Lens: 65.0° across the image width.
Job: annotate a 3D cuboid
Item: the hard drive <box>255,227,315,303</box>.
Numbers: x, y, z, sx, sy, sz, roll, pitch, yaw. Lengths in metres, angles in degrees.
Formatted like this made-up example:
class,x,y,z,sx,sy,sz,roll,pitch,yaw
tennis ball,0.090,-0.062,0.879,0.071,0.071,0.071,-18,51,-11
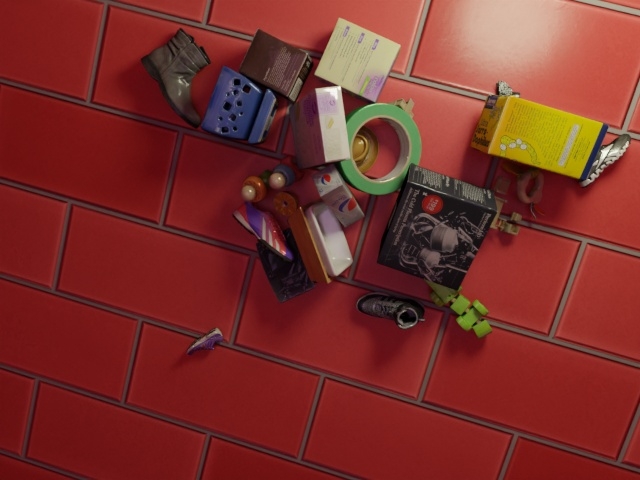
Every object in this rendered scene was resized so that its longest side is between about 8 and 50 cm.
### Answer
class,x,y,z,sx,sy,sz,roll,pitch,yaw
hard drive,-0.133,0.098,1.959,0.171,0.054,0.255,-25,82,9

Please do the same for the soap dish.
class,x,y,z,sx,sy,sz,roll,pitch,yaw
soap dish,0.000,0.000,1.873,0.118,0.229,0.291,-18,96,25

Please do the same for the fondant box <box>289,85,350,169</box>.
class,x,y,z,sx,sy,sz,roll,pitch,yaw
fondant box,-0.011,-0.382,1.760,0.096,0.330,0.239,-10,97,-19

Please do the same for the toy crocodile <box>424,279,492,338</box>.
class,x,y,z,sx,sy,sz,roll,pitch,yaw
toy crocodile,0.521,0.234,1.905,0.340,0.105,0.115,44,100,4

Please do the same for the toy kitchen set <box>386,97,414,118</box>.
class,x,y,z,sx,sy,sz,roll,pitch,yaw
toy kitchen set,0.299,-0.491,1.867,0.083,0.075,0.068,46,59,-33

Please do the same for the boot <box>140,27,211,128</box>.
class,x,y,z,sx,sy,sz,roll,pitch,yaw
boot,-0.502,-0.617,1.902,0.222,0.118,0.338,-34,97,4

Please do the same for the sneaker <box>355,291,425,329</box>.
class,x,y,z,sx,sy,sz,roll,pitch,yaw
sneaker,0.266,0.265,1.904,0.268,0.153,0.102,7,98,6

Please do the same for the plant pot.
class,x,y,z,sx,sy,sz,roll,pitch,yaw
plant pot,-0.281,-0.472,1.838,0.211,0.236,0.236,21,99,-4

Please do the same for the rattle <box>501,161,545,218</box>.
class,x,y,z,sx,sy,sz,roll,pitch,yaw
rattle,0.742,-0.180,1.847,0.130,0.142,0.200,-57,133,-23

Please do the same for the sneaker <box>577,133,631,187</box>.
class,x,y,z,sx,sy,sz,roll,pitch,yaw
sneaker,0.987,-0.303,1.783,0.106,0.078,0.234,43,102,-3

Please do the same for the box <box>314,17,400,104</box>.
class,x,y,z,sx,sy,sz,roll,pitch,yaw
box,0.134,-0.641,1.818,0.242,0.117,0.214,25,99,4

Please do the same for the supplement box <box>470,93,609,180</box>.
class,x,y,z,sx,sy,sz,roll,pitch,yaw
supplement box,0.732,-0.353,1.708,0.356,0.194,0.196,14,106,-6

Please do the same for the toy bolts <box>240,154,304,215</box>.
class,x,y,z,sx,sy,sz,roll,pitch,yaw
toy bolts,-0.165,-0.182,1.855,0.218,0.158,0.228,49,127,-6

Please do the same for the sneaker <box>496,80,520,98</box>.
class,x,y,z,sx,sy,sz,roll,pitch,yaw
sneaker,0.665,-0.483,1.813,0.088,0.051,0.171,11,94,5

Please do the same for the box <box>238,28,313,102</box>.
class,x,y,z,sx,sy,sz,roll,pitch,yaw
box,-0.157,-0.629,1.827,0.203,0.168,0.167,28,100,2

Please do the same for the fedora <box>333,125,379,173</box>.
class,x,y,z,sx,sy,sz,roll,pitch,yaw
fedora,0.126,-0.339,1.878,0.194,0.079,0.195,1,98,7

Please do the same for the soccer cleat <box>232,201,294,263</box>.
class,x,y,z,sx,sy,sz,roll,pitch,yaw
soccer cleat,-0.198,-0.040,1.910,0.318,0.109,0.116,41,86,22

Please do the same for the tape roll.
class,x,y,z,sx,sy,sz,roll,pitch,yaw
tape roll,0.204,-0.327,1.809,0.320,0.077,0.322,-4,102,-18

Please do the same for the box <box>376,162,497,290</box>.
class,x,y,z,sx,sy,sz,roll,pitch,yaw
box,0.404,-0.047,1.779,0.312,0.179,0.344,18,121,3

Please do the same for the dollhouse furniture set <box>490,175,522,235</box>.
class,x,y,z,sx,sy,sz,roll,pitch,yaw
dollhouse furniture set,0.670,-0.131,1.854,0.160,0.101,0.182,15,99,-20

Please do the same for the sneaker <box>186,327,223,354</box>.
class,x,y,z,sx,sy,sz,roll,pitch,yaw
sneaker,-0.475,0.428,2.058,0.169,0.068,0.071,-31,99,9

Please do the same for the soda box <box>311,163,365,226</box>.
class,x,y,z,sx,sy,sz,roll,pitch,yaw
soda box,0.068,-0.154,1.803,0.091,0.286,0.098,-28,62,9
